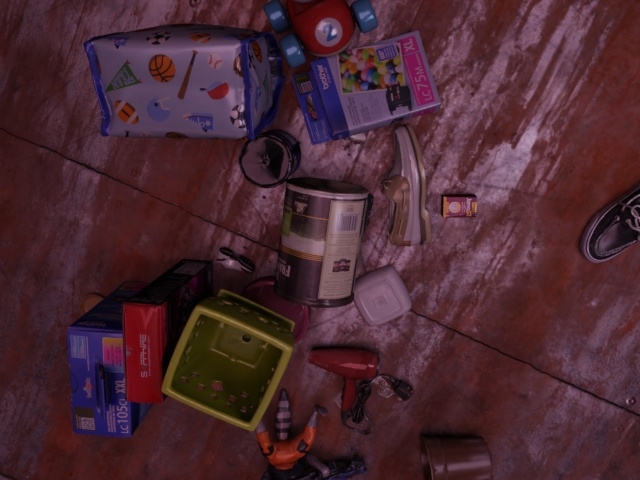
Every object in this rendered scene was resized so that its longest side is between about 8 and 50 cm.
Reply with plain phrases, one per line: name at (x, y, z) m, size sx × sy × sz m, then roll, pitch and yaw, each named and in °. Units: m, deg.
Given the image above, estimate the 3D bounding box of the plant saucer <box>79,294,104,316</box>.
plant saucer at (-0.620, 0.186, 1.652) m, size 0.084 × 0.015 × 0.083 m, roll 1°, pitch 104°, yaw 5°

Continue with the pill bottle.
pill bottle at (-0.110, -0.197, 1.409) m, size 0.123 × 0.219 × 0.122 m, roll 1°, pitch 103°, yaw 5°

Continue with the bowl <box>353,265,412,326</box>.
bowl at (0.156, 0.152, 1.557) m, size 0.142 × 0.053 × 0.142 m, roll -26°, pitch 102°, yaw 11°

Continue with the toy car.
toy car at (-0.022, -0.533, 1.285) m, size 0.219 × 0.238 × 0.210 m, roll -25°, pitch 70°, yaw 6°

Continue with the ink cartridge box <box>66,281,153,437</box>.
ink cartridge box at (-0.485, 0.291, 1.469) m, size 0.151 × 0.395 × 0.269 m, roll 4°, pitch 104°, yaw 5°

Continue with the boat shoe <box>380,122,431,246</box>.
boat shoe at (0.198, -0.127, 1.454) m, size 0.104 × 0.113 × 0.302 m, roll -10°, pitch 104°, yaw 2°

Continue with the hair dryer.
hair dryer at (0.082, 0.389, 1.607) m, size 0.224 × 0.080 × 0.293 m, roll -43°, pitch 96°, yaw 14°

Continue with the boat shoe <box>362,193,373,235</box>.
boat shoe at (0.104, -0.051, 1.516) m, size 0.040 × 0.049 × 0.142 m, roll -3°, pitch 113°, yaw -34°

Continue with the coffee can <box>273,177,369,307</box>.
coffee can at (0.000, 0.000, 1.457) m, size 0.202 × 0.201 × 0.275 m, roll 8°, pitch 104°, yaw 3°

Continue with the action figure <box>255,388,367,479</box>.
action figure at (-0.051, 0.591, 1.659) m, size 0.342 × 0.178 × 0.329 m, roll -5°, pitch 112°, yaw -21°

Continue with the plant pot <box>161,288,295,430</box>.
plant pot at (-0.189, 0.248, 1.345) m, size 0.228 × 0.207 × 0.227 m, roll 25°, pitch 104°, yaw 0°

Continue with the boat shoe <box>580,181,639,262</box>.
boat shoe at (0.759, -0.056, 1.425) m, size 0.306 × 0.105 × 0.113 m, roll -40°, pitch 97°, yaw 13°

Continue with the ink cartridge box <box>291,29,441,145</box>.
ink cartridge box at (0.103, -0.351, 1.392) m, size 0.312 × 0.065 × 0.185 m, roll -16°, pitch 86°, yaw 2°

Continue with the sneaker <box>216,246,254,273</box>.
sneaker at (-0.224, 0.060, 1.580) m, size 0.109 × 0.040 × 0.043 m, roll 29°, pitch 121°, yaw 1°

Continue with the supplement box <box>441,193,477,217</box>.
supplement box at (0.342, -0.085, 1.487) m, size 0.084 × 0.043 × 0.054 m, roll -1°, pitch 102°, yaw 5°

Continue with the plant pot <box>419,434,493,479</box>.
plant pot at (0.361, 0.594, 1.600) m, size 0.165 × 0.167 × 0.166 m, roll -7°, pitch 103°, yaw -2°

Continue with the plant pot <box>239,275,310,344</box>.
plant pot at (-0.134, 0.209, 1.530) m, size 0.202 × 0.180 × 0.201 m, roll 1°, pitch 104°, yaw 6°

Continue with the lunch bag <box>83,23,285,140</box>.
lunch bag at (-0.262, -0.350, 1.302) m, size 0.328 × 0.385 × 0.238 m, roll 3°, pitch 116°, yaw 4°

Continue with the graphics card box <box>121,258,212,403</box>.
graphics card box at (-0.356, 0.202, 1.450) m, size 0.094 × 0.371 × 0.232 m, roll 3°, pitch 103°, yaw 6°

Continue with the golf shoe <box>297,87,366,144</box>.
golf shoe at (0.041, -0.303, 1.448) m, size 0.186 × 0.067 × 0.086 m, roll 35°, pitch 103°, yaw -4°
